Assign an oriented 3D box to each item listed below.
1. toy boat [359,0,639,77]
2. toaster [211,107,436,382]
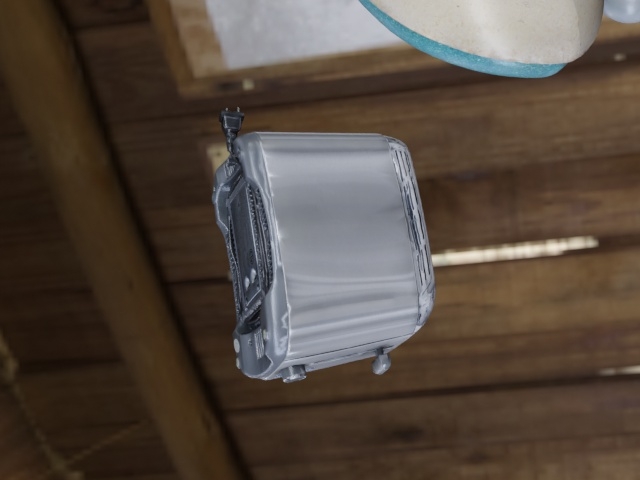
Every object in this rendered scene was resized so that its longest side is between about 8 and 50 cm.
[{"bbox_3d":[0.163,-0.219,1.135,0.267,0.318,0.148,53,147,37],"label":"toy boat"},{"bbox_3d":[0.000,0.000,1.148,0.129,0.146,0.227,131,132,-63],"label":"toaster"}]
